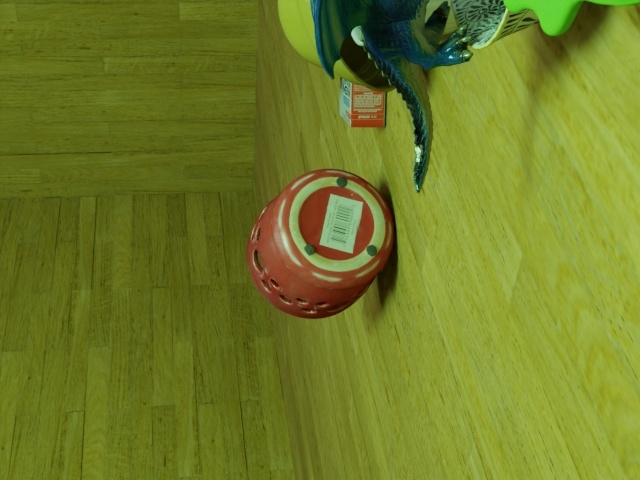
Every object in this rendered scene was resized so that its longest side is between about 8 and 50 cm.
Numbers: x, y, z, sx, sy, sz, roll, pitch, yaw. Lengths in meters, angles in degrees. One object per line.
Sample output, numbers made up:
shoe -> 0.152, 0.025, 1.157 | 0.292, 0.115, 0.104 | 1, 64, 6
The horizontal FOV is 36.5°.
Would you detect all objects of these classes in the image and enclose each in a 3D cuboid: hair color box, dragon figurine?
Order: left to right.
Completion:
hair color box -> 0.059, -0.248, 1.350 | 0.093, 0.053, 0.167 | -115, 25, -71
dragon figurine -> 0.033, -0.171, 0.695 | 0.085, 0.144, 0.289 | -102, 12, -49

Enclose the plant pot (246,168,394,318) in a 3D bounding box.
plant pot -> 0.000, 0.000, 1.352 | 0.174, 0.191, 0.191 | 122, 145, -69

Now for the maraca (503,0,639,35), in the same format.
maraca -> 0.152, -0.184, 0.519 | 0.185, 0.099, 0.127 | -24, 84, 59

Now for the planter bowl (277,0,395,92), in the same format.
planter bowl -> 0.014, -0.265, 1.102 | 0.217, 0.090, 0.217 | 19, -114, -53

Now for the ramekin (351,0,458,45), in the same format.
ramekin -> 0.090, -0.294, 0.945 | 0.207, 0.109, 0.207 | 178, 90, -82

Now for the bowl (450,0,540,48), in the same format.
bowl -> 0.148, -0.219, 0.674 | 0.170, 0.080, 0.170 | 178, 90, -82
